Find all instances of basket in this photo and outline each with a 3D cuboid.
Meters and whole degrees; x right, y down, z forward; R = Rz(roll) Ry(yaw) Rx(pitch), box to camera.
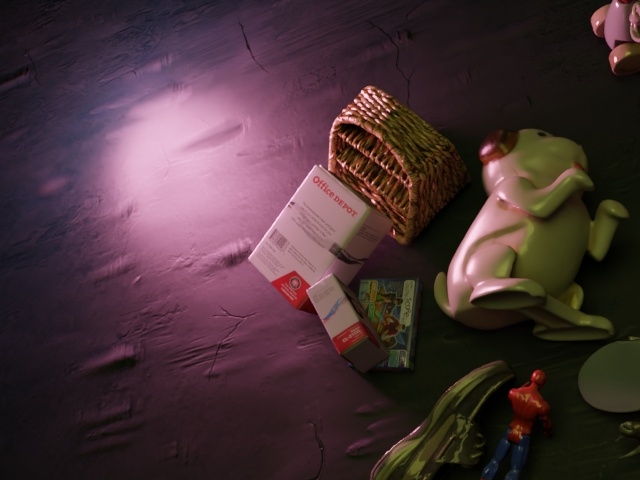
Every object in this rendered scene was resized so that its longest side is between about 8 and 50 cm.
[{"bbox_3d":[0.142,-0.174,1.973,0.223,0.213,0.299,-45,55,-2],"label":"basket"}]

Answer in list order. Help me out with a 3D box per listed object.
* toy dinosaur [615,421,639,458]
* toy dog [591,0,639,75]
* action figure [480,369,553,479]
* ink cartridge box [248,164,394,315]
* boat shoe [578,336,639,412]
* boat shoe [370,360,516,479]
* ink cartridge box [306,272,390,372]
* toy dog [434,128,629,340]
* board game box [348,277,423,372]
[{"bbox_3d":[0.669,0.355,1.493,0.313,0.160,0.121,31,43,33],"label":"toy dinosaur"},{"bbox_3d":[0.679,-0.484,1.841,0.161,0.334,0.220,-13,84,1],"label":"toy dog"},{"bbox_3d":[0.375,0.371,1.669,0.091,0.139,0.280,22,99,30],"label":"action figure"},{"bbox_3d":[0.000,0.000,1.980,0.197,0.114,0.273,43,103,35],"label":"ink cartridge box"},{"bbox_3d":[0.644,0.215,1.585,0.367,0.156,0.136,-36,55,41],"label":"boat shoe"},{"bbox_3d":[0.256,0.382,1.702,0.355,0.132,0.130,-47,64,8],"label":"boat shoe"},{"bbox_3d":[0.056,0.170,1.848,0.072,0.127,0.175,-35,55,8],"label":"ink cartridge box"},{"bbox_3d":[0.415,-0.025,1.764,0.395,0.284,0.408,-22,50,60],"label":"toy dog"},{"bbox_3d":[0.140,0.179,1.903,0.136,0.035,0.201,-2,65,26],"label":"board game box"}]
